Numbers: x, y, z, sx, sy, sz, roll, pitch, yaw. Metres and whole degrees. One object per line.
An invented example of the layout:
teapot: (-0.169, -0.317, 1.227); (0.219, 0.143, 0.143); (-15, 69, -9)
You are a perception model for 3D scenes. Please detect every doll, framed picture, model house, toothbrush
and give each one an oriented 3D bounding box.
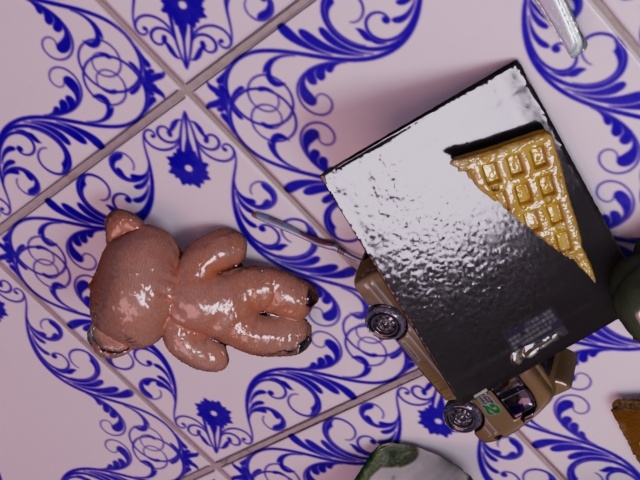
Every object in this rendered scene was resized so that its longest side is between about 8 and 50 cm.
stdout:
doll: (-0.158, 0.077, 1.922); (0.303, 0.156, 0.201); (12, 93, -8)
framed picture: (0.192, -0.001, 1.639); (0.255, 0.014, 0.339); (-31, 109, 5)
model house: (0.132, 0.477, 2.043); (0.190, 0.271, 0.301); (17, 151, 31)
toothbrush: (0.000, 0.000, 1.842); (0.193, 0.013, 0.019); (21, 127, 7)

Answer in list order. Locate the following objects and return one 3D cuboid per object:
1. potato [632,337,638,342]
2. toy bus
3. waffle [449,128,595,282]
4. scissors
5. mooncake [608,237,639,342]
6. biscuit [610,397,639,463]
potato: (0.402, 0.095, 1.718); (0.051, 0.040, 0.083); (18, 136, -7)
toy bus: (0.180, 0.101, 1.761); (0.157, 0.139, 0.289); (-28, 110, 32)
waffle: (0.227, -0.021, 1.608); (0.125, 0.032, 0.191); (-18, 108, -2)
scissors: (0.206, -0.299, 1.477); (0.125, 0.030, 0.256); (-22, 114, 36)
mooncake: (0.400, 0.041, 1.588); (0.104, 0.175, 0.168); (43, 159, -13)
biscuit: (0.488, 0.239, 1.794); (0.231, 0.025, 0.131); (-4, 136, 33)
